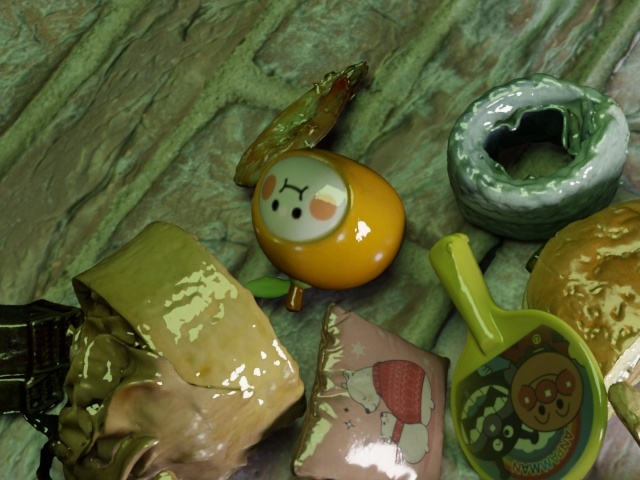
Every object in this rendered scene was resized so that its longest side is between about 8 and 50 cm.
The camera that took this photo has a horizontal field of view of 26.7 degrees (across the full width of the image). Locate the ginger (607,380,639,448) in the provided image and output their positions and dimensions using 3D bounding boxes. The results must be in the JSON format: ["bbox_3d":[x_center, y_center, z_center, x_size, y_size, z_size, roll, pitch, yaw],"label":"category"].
[{"bbox_3d":[0.440,0.300,1.552,0.333,0.081,0.148,54,42,-5],"label":"ginger"}]

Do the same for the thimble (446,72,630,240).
[{"bbox_3d":[0.299,-0.108,1.841,0.250,0.172,0.204,-16,62,4],"label":"thimble"}]

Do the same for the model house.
[{"bbox_3d":[-0.395,0.158,1.856,0.152,0.106,0.165,-2,94,-4],"label":"model house"}]

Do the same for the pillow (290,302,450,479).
[{"bbox_3d":[0.073,0.214,1.682,0.084,0.223,0.236,-25,45,50],"label":"pillow"}]

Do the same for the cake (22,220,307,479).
[{"bbox_3d":[-0.223,0.184,1.665,0.321,0.332,0.332,-39,60,-18],"label":"cake"}]

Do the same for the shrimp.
[{"bbox_3d":[-0.015,-0.174,1.973,0.154,0.062,0.294,-4,41,54],"label":"shrimp"}]

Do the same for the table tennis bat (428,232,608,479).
[{"bbox_3d":[0.228,0.147,1.687,0.224,0.054,0.368,-42,58,33],"label":"table tennis bat"}]

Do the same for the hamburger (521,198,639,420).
[{"bbox_3d":[0.364,0.061,1.725,0.209,0.162,0.330,34,75,25],"label":"hamburger"}]

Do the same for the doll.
[{"bbox_3d":[0.000,0.000,1.825,0.213,0.213,0.236,24,93,23],"label":"doll"}]
